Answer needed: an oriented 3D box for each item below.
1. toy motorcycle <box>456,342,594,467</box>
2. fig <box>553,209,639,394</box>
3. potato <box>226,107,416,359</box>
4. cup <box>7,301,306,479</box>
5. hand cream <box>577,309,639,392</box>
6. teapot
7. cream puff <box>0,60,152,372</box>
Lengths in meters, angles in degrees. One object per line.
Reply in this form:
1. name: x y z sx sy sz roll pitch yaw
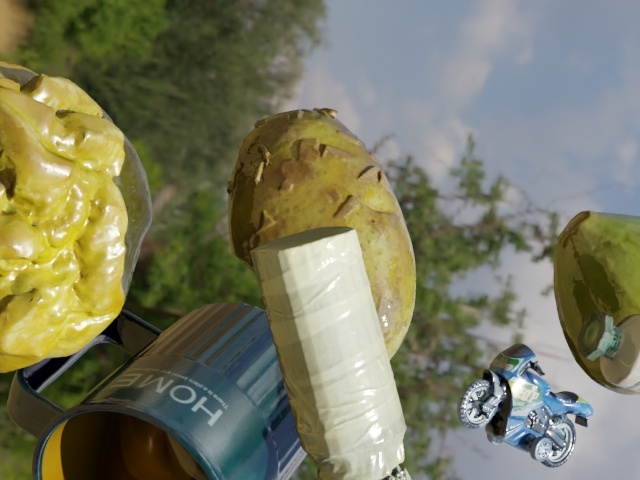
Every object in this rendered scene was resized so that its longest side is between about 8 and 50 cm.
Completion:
1. toy motorcycle: 0.285 0.224 1.953 0.092 0.254 0.135 15 -102 51
2. fig: 0.385 0.066 1.727 0.207 0.207 0.230 135 -62 -70
3. potato: 0.000 0.000 1.455 0.141 0.176 0.298 42 25 -64
4. cup: -0.172 0.224 1.634 0.292 0.308 0.242 -43 129 -56
5. hand cream: 0.422 0.159 1.491 0.121 0.336 0.076 -41 -151 57
6. teapot: 0.003 0.094 1.071 0.107 0.077 0.200 -2 -77 63
7. cream puff: -0.351 -0.029 1.506 0.324 0.291 0.257 -42 159 -2
